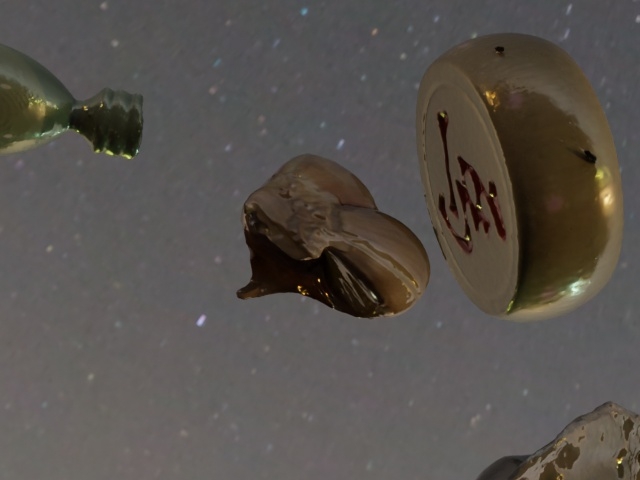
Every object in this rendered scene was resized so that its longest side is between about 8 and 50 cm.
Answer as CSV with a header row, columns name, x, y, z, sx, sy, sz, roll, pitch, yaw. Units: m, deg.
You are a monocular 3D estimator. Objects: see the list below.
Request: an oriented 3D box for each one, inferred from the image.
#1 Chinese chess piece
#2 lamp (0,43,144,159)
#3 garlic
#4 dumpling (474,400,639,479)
name,x,y,z,sx,sy,sz,roll,pitch,yaw
Chinese chess piece,0.176,-0.058,1.309,0.102,0.273,0.273,-13,-54,-15
lamp,-0.255,-0.118,1.279,0.193,0.106,0.106,10,-50,-12
garlic,0.006,0.002,1.091,0.174,0.124,0.099,39,-40,26
dumpling,0.179,0.242,1.205,0.163,0.293,0.204,4,-56,59
